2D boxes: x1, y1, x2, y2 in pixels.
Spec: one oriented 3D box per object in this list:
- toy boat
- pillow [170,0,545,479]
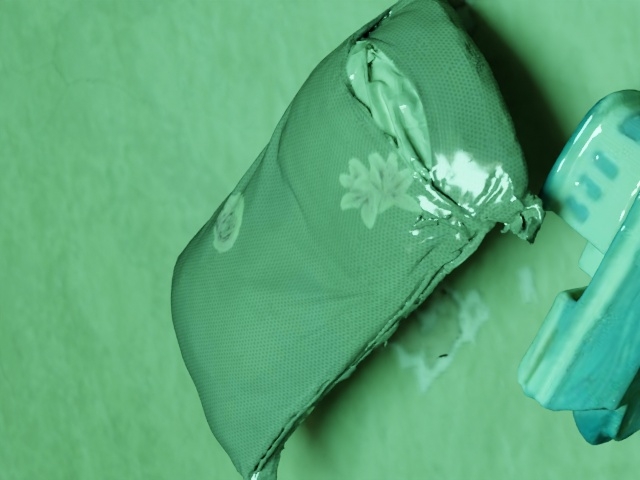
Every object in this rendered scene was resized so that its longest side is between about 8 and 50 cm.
[{"bbox_3d":[0.139,-0.020,0.715,0.102,0.088,0.215,42,123,27],"label":"toy boat"},{"bbox_3d":[0.000,0.000,0.816,0.255,0.059,0.169,-50,49,35],"label":"pillow"}]
